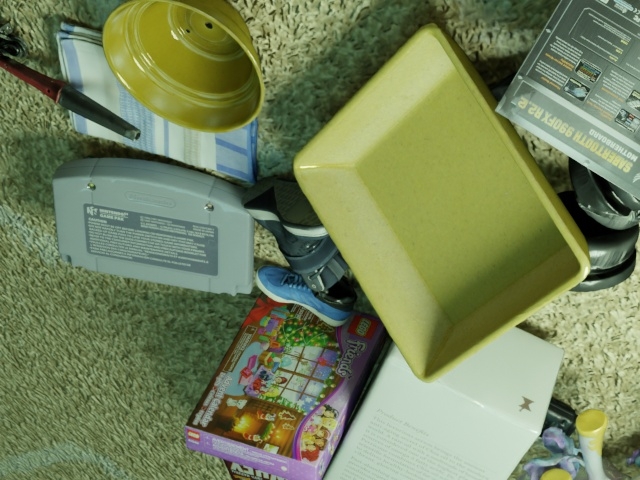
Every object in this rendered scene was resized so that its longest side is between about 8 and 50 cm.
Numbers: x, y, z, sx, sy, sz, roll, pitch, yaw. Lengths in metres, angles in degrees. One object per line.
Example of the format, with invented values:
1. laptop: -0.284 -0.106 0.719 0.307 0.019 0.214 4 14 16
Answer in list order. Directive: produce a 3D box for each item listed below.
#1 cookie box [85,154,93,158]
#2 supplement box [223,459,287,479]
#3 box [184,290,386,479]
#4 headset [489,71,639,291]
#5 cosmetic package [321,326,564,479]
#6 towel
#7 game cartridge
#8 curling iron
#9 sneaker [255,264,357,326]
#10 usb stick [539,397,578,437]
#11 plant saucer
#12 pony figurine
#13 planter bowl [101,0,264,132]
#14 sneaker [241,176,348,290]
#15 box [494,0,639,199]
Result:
1. cookie box: -0.325 -0.065 2.165 0.107 0.040 0.092 35 142 -13
2. supplement box: -0.067 0.274 2.300 0.129 0.191 0.194 9 142 23
3. box: -0.045 0.206 2.114 0.201 0.293 0.057 15 137 14
4. headset: 0.318 -0.025 1.671 0.394 0.185 0.243 35 134 12
5. cosmetic package: 0.155 0.292 2.125 0.230 0.161 0.453 26 138 2
6. towel: -0.219 -0.180 1.963 0.285 0.034 0.209 18 144 11
7. game cartridge: -0.238 -0.024 2.100 0.294 0.060 0.196 10 135 6
8. curling iron: -0.352 -0.206 1.950 0.274 0.035 0.068 36 149 16
9. sneaker: -0.018 0.063 2.122 0.152 0.058 0.084 29 142 1
10. usb stick: 0.250 0.218 2.162 0.278 0.045 0.077 28 137 -2
11. plant saucer: 0.149 -0.042 1.714 0.333 0.081 0.333 59 139 10
12. pony figurine: 0.420 0.385 2.083 0.351 0.303 0.363 -16 140 14
13. planter bowl: -0.153 -0.241 1.796 0.217 0.090 0.217 17 144 13
14. sneaker: 0.001 -0.001 1.961 0.163 0.086 0.226 53 165 -25
15. box: 0.329 -0.157 1.531 0.231 0.056 0.183 32 111 7
